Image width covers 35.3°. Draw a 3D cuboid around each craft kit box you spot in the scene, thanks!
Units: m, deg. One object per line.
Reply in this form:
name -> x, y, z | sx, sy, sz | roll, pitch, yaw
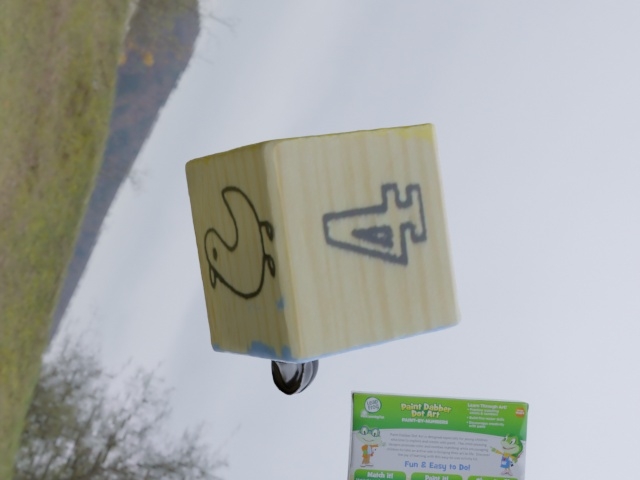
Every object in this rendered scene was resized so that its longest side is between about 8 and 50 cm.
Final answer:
craft kit box -> 0.159, 0.340, 1.409 | 0.061, 0.249, 0.247 | 119, -25, -87

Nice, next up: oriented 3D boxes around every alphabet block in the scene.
alphabet block -> 0.000, 0.000, 0.980 | 0.192, 0.193, 0.197 | -5, -86, 59

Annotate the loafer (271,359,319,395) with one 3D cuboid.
loafer -> -0.051, 0.164, 1.551 | 0.078, 0.080, 0.220 | -34, 146, -37
